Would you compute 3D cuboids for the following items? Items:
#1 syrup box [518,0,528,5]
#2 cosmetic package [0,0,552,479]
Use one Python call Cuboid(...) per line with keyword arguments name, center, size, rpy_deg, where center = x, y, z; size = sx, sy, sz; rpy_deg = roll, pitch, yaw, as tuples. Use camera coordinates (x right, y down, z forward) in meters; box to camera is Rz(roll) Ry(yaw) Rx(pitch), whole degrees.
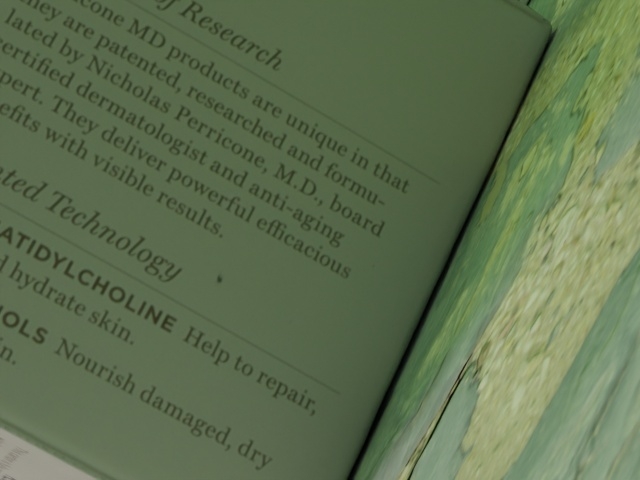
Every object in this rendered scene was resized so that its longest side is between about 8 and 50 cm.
Cuboid(name="syrup box", center=(0.135, -0.249, 1.281), size=(0.236, 0.093, 0.096), rpy_deg=(-63, 5, -13))
Cuboid(name="cosmetic package", center=(-0.113, -0.014, 1.099), size=(0.393, 0.327, 0.329), rpy_deg=(-64, 9, -21))
